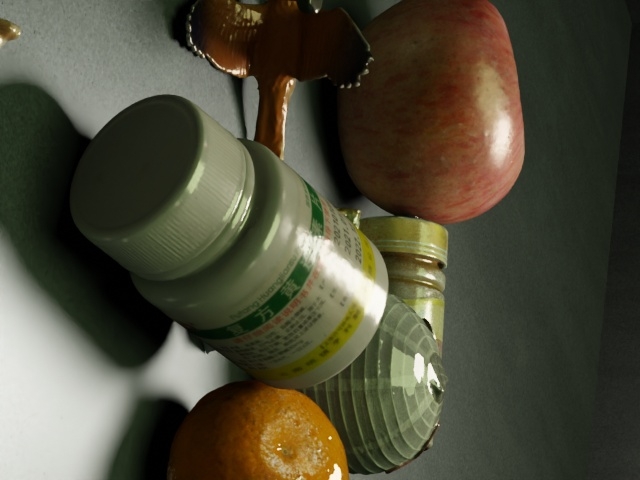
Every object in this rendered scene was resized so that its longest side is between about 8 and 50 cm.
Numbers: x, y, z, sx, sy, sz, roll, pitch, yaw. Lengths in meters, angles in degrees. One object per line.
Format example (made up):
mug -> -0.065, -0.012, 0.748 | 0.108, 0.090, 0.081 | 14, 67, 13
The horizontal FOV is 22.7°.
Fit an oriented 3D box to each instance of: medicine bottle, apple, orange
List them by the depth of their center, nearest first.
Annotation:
medicine bottle -> -0.096, 0.003, 1.723 | 0.340, 0.208, 0.208 | 41, 50, -44
orange -> -0.077, 0.269, 1.826 | 0.224, 0.170, 0.224 | 22, 46, -25
medicine bottle -> 0.101, 0.137, 2.303 | 0.151, 0.151, 0.322 | 36, 55, -62
apple -> 0.157, -0.194, 2.360 | 0.345, 0.270, 0.344 | -9, 90, -87

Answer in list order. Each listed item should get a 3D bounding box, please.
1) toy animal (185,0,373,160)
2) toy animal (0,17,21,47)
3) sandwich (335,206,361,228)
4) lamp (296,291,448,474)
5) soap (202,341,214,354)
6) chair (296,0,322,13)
toy animal -> -0.045, -0.195, 2.031 | 0.302, 0.225, 0.284 | -78, 175, -57
toy animal -> -0.365, -0.125, 1.328 | 0.184, 0.104, 0.185 | 20, 85, -36
sandwich -> 0.000, 0.000, 2.156 | 0.244, 0.088, 0.090 | -7, 98, -68
lamp -> 0.056, 0.185, 2.089 | 0.233, 0.233, 0.265 | -19, 108, -66
soap -> -0.111, 0.058, 1.929 | 0.100, 0.056, 0.149 | -25, 110, -63
chair -> -0.237, -0.393, 1.211 | 0.364, 0.410, 0.361 | 47, 44, -56
